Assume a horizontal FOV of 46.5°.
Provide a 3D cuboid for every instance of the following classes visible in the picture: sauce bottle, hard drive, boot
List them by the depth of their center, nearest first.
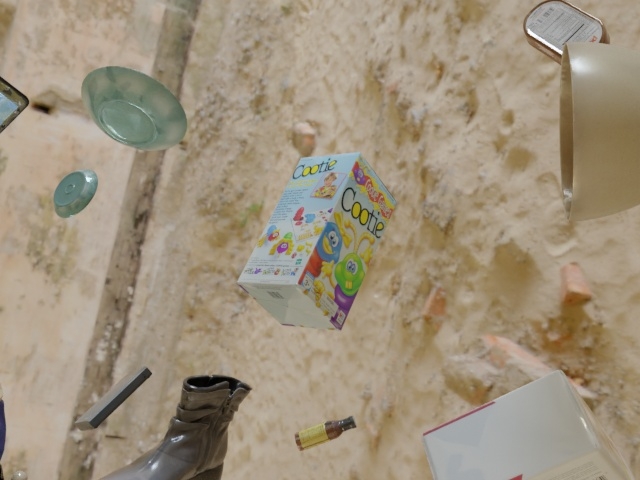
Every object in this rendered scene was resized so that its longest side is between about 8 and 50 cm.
[{"bbox_3d":[-0.363,0.278,1.303,0.135,0.022,0.094,-45,11,-33],"label":"hard drive"},{"bbox_3d":[-0.268,0.353,1.347,0.118,0.338,0.222,22,100,23],"label":"boot"},{"bbox_3d":[0.011,0.393,1.528,0.042,0.128,0.042,-19,-90,-89],"label":"sauce bottle"}]

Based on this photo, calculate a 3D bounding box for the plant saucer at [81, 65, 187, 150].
[{"bbox_3d":[-0.331,-0.216,1.299,0.195,0.195,0.037,-40,26,49],"label":"plant saucer"}]

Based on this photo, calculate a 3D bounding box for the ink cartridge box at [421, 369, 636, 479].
[{"bbox_3d":[0.399,0.430,1.354,0.279,0.384,0.160,-30,44,15],"label":"ink cartridge box"}]

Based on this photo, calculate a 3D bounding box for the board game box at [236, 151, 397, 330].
[{"bbox_3d":[0.000,0.000,1.294,0.144,0.142,0.275,0,54,41],"label":"board game box"}]

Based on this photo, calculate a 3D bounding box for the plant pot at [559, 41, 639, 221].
[{"bbox_3d":[0.481,-0.172,1.163,0.284,0.191,0.284,-1,-90,-75],"label":"plant pot"}]

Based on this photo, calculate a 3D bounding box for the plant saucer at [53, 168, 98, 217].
[{"bbox_3d":[-0.519,-0.103,1.558,0.119,0.021,0.119,-15,56,24],"label":"plant saucer"}]

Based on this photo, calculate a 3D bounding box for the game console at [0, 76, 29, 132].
[{"bbox_3d":[-0.466,-0.170,0.968,0.122,0.071,0.107,-35,0,24],"label":"game console"}]

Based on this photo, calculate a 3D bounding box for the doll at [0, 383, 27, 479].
[{"bbox_3d":[-0.350,0.227,0.715,0.046,0.129,0.189,-136,51,-61],"label":"doll"}]

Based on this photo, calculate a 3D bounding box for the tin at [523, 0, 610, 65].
[{"bbox_3d":[0.480,-0.409,1.467,0.106,0.040,0.189,-47,51,8],"label":"tin"}]
